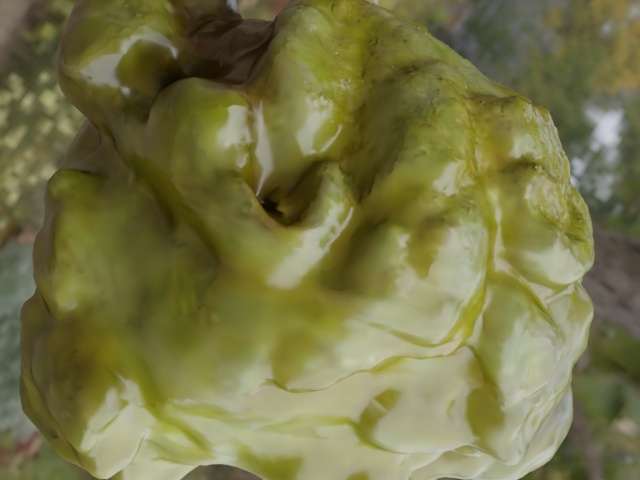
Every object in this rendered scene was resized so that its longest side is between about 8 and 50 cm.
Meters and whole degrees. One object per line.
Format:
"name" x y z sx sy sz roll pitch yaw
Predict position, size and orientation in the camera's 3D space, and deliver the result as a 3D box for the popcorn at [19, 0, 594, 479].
"popcorn" 0.000 0.000 0.865 0.235 0.250 0.242 -59 155 -58
